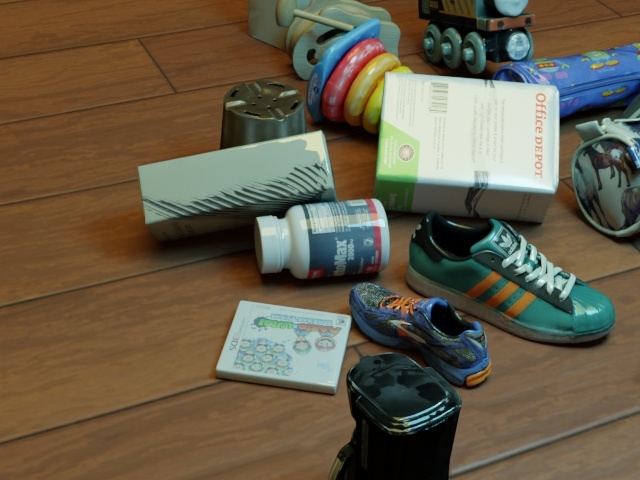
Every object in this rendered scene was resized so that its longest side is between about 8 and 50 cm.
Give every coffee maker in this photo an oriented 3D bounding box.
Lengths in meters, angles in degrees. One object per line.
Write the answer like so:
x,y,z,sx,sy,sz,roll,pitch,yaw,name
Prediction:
0.099,0.233,1.202,0.171,0.178,0.120,22,41,25,coffee maker

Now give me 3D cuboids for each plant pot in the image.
-0.090,-0.151,1.734,0.167,0.165,0.167,1,35,-1,plant pot

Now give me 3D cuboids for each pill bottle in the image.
0.000,0.000,1.578,0.180,0.108,0.108,-5,37,-10,pill bottle

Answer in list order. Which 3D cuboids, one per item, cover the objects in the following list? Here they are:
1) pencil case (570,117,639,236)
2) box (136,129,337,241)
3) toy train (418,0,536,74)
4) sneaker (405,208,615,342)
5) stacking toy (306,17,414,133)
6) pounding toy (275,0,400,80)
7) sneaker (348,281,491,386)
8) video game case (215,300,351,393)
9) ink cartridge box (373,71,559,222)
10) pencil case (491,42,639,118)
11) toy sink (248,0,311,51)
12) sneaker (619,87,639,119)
0.588,-0.155,1.766,0.410,0.183,0.160,-23,16,-30,pencil case
-0.118,-0.077,1.609,0.275,0.113,0.094,-12,74,3,box
0.287,-0.423,2.069,0.142,0.190,0.334,-11,19,-17,toy train
0.261,0.046,1.520,0.302,0.121,0.108,17,39,19,sneaker
0.137,-0.223,1.889,0.302,0.175,0.166,36,53,18,stacking toy
0.028,-0.359,2.061,0.270,0.154,0.155,10,32,-23,pounding toy
0.134,0.103,1.461,0.221,0.087,0.083,25,41,28,sneaker
-0.046,0.138,1.459,0.157,0.019,0.143,8,36,6,video game case
0.226,-0.145,1.729,0.273,0.114,0.198,6,64,2,ink cartridge box
0.457,-0.276,1.978,0.306,0.119,0.133,-13,20,-20,pencil case
-0.052,-0.517,2.184,0.131,0.234,0.153,29,44,31,toy sink
0.587,-0.262,1.927,0.083,0.222,0.118,36,17,-34,sneaker
